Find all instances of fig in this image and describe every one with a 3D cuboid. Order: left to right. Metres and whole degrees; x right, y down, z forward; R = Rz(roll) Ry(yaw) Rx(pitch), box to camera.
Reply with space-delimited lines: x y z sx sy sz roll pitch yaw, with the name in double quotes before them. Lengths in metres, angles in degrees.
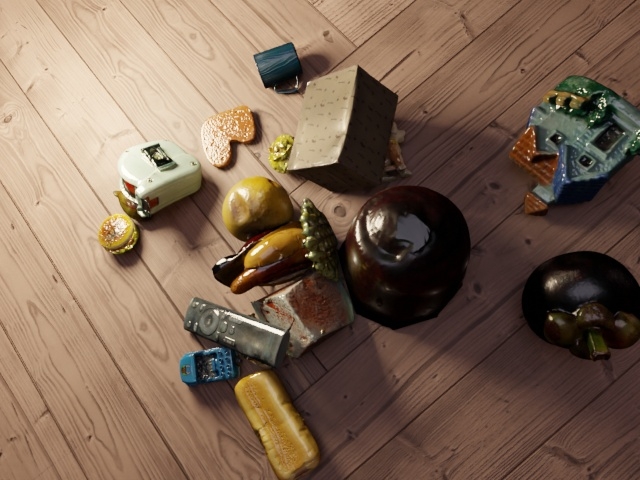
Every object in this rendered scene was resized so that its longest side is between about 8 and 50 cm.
"fig" -0.611 -0.127 1.678 0.155 0.103 0.109 16 53 6

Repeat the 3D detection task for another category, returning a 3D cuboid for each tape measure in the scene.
"tape measure" -0.514 -0.211 1.620 0.246 0.125 0.243 40 49 19

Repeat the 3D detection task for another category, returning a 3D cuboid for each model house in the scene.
"model house" 0.657 -0.235 1.411 0.329 0.252 0.295 -43 73 4

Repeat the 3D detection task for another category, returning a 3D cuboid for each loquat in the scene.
"loquat" -0.191 -0.089 1.536 0.213 0.213 0.213 -3 75 10

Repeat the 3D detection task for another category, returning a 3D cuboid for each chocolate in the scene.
"chocolate" 0.218 0.033 1.368 0.384 0.331 0.383 -2 77 10

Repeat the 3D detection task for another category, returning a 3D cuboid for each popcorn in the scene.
"popcorn" -0.119 -0.273 1.624 0.106 0.116 0.120 17 120 22

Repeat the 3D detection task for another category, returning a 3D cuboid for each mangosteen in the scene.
"mangosteen" 0.647 0.175 1.267 0.275 0.275 0.302 -2 35 10

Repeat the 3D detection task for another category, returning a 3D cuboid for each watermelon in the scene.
"watermelon" -0.041 0.183 1.440 0.262 0.201 0.213 -32 76 -8

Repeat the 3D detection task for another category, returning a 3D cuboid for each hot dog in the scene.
"hot dog" -0.126 0.073 1.477 0.326 0.194 0.107 -36 41 -5

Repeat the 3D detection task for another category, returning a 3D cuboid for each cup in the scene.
"cup" -0.133 -0.570 1.718 0.138 0.150 0.113 -19 38 3

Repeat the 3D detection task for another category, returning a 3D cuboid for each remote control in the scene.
"remote control" -0.249 0.256 1.469 0.377 0.044 0.107 13 79 35

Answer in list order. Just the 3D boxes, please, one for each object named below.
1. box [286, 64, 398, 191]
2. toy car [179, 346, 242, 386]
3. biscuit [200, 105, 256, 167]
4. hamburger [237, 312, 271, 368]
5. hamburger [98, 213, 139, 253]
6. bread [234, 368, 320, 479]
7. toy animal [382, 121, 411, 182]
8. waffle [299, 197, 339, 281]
"box" 0.068 -0.319 1.517 0.225 0.190 0.297 -1 73 49
"toy car" -0.328 0.365 1.494 0.191 0.100 0.097 -13 77 11
"biscuit" -0.300 -0.342 1.713 0.192 0.036 0.186 -19 75 4
"hamburger" -0.184 0.306 1.497 0.102 0.087 0.176 -45 66 13
"hamburger" -0.654 -0.019 1.667 0.126 0.081 0.141 -18 72 5
"bread" -0.117 0.504 1.423 0.142 0.091 0.305 -33 72 3
"toy animal" 0.173 -0.274 1.578 0.184 0.104 0.185 -9 78 17
"waffle" 0.003 0.000 1.449 0.054 0.223 0.204 -16 47 19
